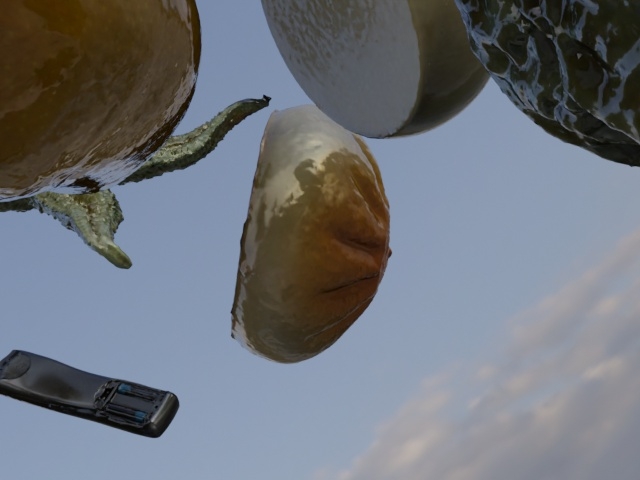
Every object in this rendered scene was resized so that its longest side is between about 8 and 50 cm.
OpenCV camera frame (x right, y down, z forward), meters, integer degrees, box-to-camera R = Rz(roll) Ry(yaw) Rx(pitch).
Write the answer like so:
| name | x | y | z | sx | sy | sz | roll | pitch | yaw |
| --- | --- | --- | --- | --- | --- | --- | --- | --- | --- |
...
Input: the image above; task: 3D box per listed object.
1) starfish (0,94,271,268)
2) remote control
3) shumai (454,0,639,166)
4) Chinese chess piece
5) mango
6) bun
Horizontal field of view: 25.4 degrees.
| name | x | y | z | sx | sy | sz | roll | pitch | yaw |
| --- | --- | --- | --- | --- | --- | --- | --- | --- | --- |
| starfish | -0.244 | -0.082 | 1.200 | 0.347 | 0.358 | 0.078 | -50 | -31 | -43 |
| remote control | -0.248 | 0.158 | 1.474 | 0.028 | 0.212 | 0.059 | 80 | -150 | -45 |
| shumai | 0.172 | -0.134 | 0.636 | 0.189 | 0.218 | 0.256 | -2 | -65 | -12 |
| Chinese chess piece | 0.050 | -0.222 | 1.287 | 0.102 | 0.273 | 0.273 | -28 | -26 | -27 |
| mango | -0.157 | -0.102 | 0.770 | 0.187 | 0.144 | 0.359 | -41 | -9 | 12 |
| bun | 0.000 | 0.000 | 1.603 | 0.299 | 0.165 | 0.299 | 12 | -90 | -89 |
